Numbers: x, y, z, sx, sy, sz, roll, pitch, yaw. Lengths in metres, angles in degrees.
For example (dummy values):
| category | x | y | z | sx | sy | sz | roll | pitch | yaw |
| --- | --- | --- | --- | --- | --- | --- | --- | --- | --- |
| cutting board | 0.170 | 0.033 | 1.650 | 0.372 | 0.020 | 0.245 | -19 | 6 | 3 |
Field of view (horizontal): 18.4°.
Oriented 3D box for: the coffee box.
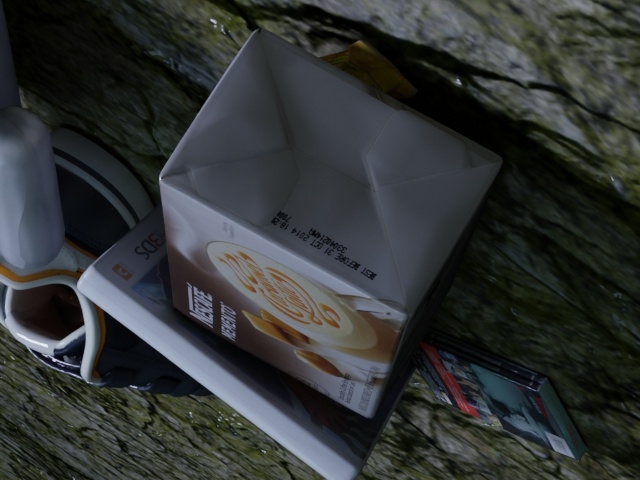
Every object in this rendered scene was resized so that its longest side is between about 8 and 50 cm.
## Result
| category | x | y | z | sx | sy | sz | roll | pitch | yaw |
| --- | --- | --- | --- | --- | --- | --- | --- | --- | --- |
| coffee box | 0.000 | 0.000 | 1.054 | 0.141 | 0.098 | 0.246 | 30 | 164 | 5 |

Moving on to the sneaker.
| category | x | y | z | sx | sy | sz | roll | pitch | yaw |
| --- | --- | --- | --- | --- | --- | --- | --- | --- | --- |
| sneaker | -0.162 | 0.052 | 1.476 | 0.126 | 0.127 | 0.321 | 24 | 159 | 31 |

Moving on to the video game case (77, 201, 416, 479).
| category | x | y | z | sx | sy | sz | roll | pitch | yaw |
| --- | --- | --- | --- | --- | --- | --- | --- | --- | --- |
| video game case | -0.039 | 0.054 | 1.239 | 0.201 | 0.023 | 0.183 | 37 | -158 | 0 |

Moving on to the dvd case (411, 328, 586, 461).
| category | x | y | z | sx | sy | sz | roll | pitch | yaw |
| --- | --- | --- | --- | --- | --- | --- | --- | --- | --- |
| dvd case | 0.108 | 0.095 | 1.259 | 0.119 | 0.013 | 0.087 | 23 | 157 | 40 |

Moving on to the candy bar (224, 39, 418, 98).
| category | x | y | z | sx | sy | sz | roll | pitch | yaw |
| --- | --- | --- | --- | --- | --- | --- | --- | --- | --- |
| candy bar | -0.005 | -0.082 | 1.031 | 0.040 | 0.018 | 0.161 | 40 | 162 | -22 |

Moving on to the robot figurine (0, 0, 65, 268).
| category | x | y | z | sx | sy | sz | roll | pitch | yaw |
| --- | --- | --- | --- | --- | --- | --- | --- | --- | --- |
| robot figurine | -0.286 | -0.086 | 1.205 | 0.300 | 0.200 | 0.353 | 30 | 152 | 17 |
